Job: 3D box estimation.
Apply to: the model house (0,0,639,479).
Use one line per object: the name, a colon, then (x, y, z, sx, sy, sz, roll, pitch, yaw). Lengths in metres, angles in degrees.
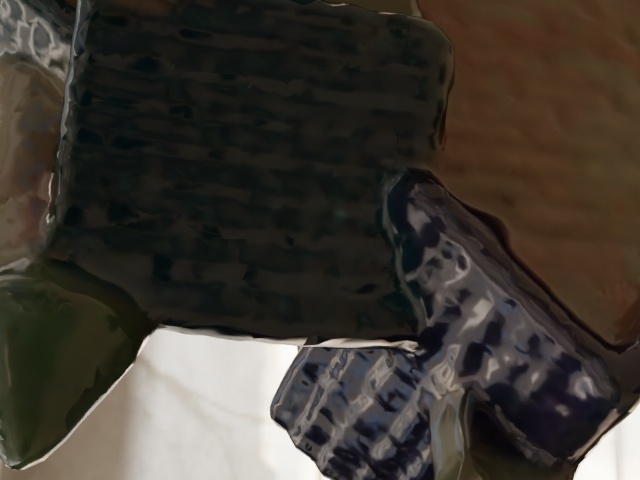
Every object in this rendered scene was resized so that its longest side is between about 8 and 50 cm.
model house: (0.000, 0.000, 0.632, 0.245, 0.312, 0.280, 121, 149, -52)
